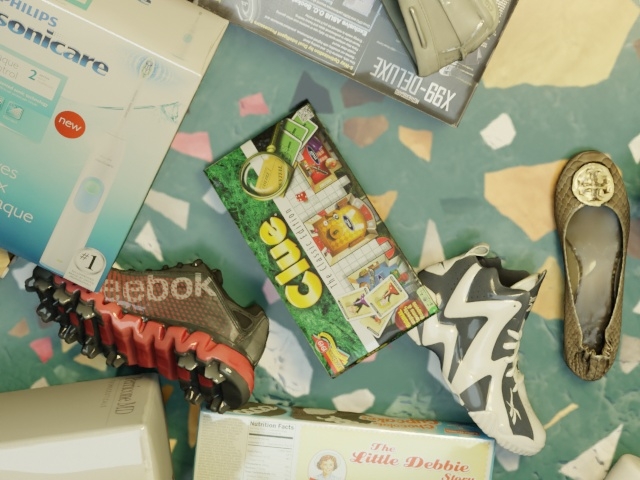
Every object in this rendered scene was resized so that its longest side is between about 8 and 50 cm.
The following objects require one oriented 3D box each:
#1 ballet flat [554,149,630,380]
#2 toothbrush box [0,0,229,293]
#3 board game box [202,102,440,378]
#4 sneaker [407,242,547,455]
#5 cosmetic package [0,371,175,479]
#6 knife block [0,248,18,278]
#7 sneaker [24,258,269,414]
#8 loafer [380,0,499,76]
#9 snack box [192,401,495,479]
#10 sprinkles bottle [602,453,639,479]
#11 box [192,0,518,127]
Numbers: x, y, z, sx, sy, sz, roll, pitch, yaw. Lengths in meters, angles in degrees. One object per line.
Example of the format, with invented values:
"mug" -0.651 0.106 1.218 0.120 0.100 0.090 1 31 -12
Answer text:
"ballet flat" 0.290 0.030 1.975 0.084 0.058 0.250 1 100 -2
"toothbrush box" -0.251 -0.126 1.844 0.216 0.126 0.295 26 123 -6
"board game box" 0.000 0.000 1.940 0.136 0.030 0.260 -33 82 6
"sneaker" 0.200 0.105 1.968 0.153 0.094 0.235 -38 89 14
"cosmetic package" -0.385 0.265 1.914 0.453 0.230 0.162 -8 100 -1
"knife block" -0.483 0.047 1.942 0.242 0.088 0.276 34 98 -8
"sneaker" -0.174 0.073 1.951 0.276 0.098 0.135 22 56 16
"loafer" 0.047 -0.304 1.803 0.111 0.112 0.319 -38 99 -4
"snack box" 0.020 0.281 2.013 0.321 0.060 0.187 6 101 -3
"sprinkles bottle" 0.278 0.406 2.013 0.121 0.121 0.355 33 98 -7
"box" 0.055 -0.289 1.902 0.307 0.076 0.242 24 99 -5
